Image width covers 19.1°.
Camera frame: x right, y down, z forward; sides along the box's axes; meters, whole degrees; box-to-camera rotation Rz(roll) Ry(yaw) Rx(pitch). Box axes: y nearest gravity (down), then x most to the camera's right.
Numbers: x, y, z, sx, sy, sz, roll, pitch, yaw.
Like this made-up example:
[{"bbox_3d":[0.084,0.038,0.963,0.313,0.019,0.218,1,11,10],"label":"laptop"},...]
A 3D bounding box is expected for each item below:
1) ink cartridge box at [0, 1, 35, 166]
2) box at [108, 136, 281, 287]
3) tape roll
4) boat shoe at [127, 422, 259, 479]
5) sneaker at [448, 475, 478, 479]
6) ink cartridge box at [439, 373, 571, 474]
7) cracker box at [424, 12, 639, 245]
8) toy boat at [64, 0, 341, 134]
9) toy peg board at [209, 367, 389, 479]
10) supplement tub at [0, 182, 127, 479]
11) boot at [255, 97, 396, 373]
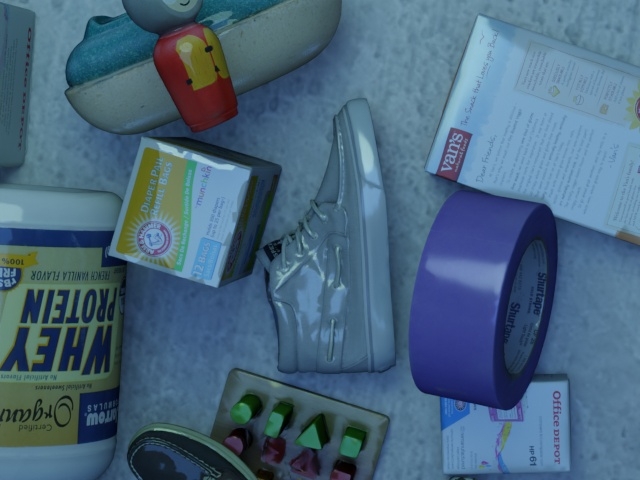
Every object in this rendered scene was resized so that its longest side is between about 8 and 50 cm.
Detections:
[{"bbox_3d":[-0.336,-0.146,1.745,0.093,0.212,0.154,6,94,9],"label":"ink cartridge box"},{"bbox_3d":[-0.110,-0.028,1.728,0.103,0.203,0.114,17,94,5],"label":"box"},{"bbox_3d":[0.148,0.053,1.705,0.080,0.189,0.189,11,93,21],"label":"tape roll"},{"bbox_3d":[-0.087,0.253,1.743,0.223,0.073,0.080,39,110,-2],"label":"boat shoe"},{"bbox_3d":[0.244,0.353,1.747,0.410,0.158,0.182,30,77,-1],"label":"sneaker"},{"bbox_3d":[0.174,0.172,1.782,0.122,0.052,0.088,-2,92,5],"label":"ink cartridge box"},{"bbox_3d":[0.229,-0.099,1.759,0.232,0.067,0.155,20,93,4],"label":"cracker box"},{"bbox_3d":[-0.112,-0.186,1.665,0.267,0.318,0.148,-22,100,3],"label":"toy boat"},{"bbox_3d":[-0.036,0.222,1.793,0.161,0.079,0.160,17,94,6],"label":"toy peg board"},{"bbox_3d":[-0.295,0.107,1.741,0.228,0.228,0.316,4,93,6],"label":"supplement tub"},{"bbox_3d":[0.000,0.000,1.771,0.123,0.095,0.258,-4,93,-1],"label":"boot"}]
